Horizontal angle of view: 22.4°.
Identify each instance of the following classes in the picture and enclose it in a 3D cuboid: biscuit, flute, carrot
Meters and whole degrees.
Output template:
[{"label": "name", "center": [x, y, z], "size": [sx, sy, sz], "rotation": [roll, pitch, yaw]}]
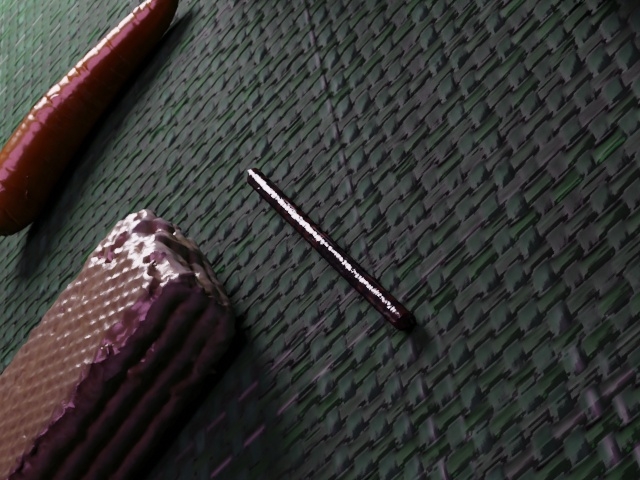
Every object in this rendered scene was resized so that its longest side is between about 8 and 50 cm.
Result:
[{"label": "biscuit", "center": [-0.210, 0.174, 1.090], "size": [0.426, 0.078, 0.144], "rotation": [-52, 28, 9]}, {"label": "flute", "center": [0.000, 0.000, 1.001], "size": [0.014, 0.014, 0.269], "rotation": [-55, 28, 5]}, {"label": "carrot", "center": [-0.215, -0.115, 1.410], "size": [0.271, 0.062, 0.066], "rotation": [-54, -4, -1]}]
